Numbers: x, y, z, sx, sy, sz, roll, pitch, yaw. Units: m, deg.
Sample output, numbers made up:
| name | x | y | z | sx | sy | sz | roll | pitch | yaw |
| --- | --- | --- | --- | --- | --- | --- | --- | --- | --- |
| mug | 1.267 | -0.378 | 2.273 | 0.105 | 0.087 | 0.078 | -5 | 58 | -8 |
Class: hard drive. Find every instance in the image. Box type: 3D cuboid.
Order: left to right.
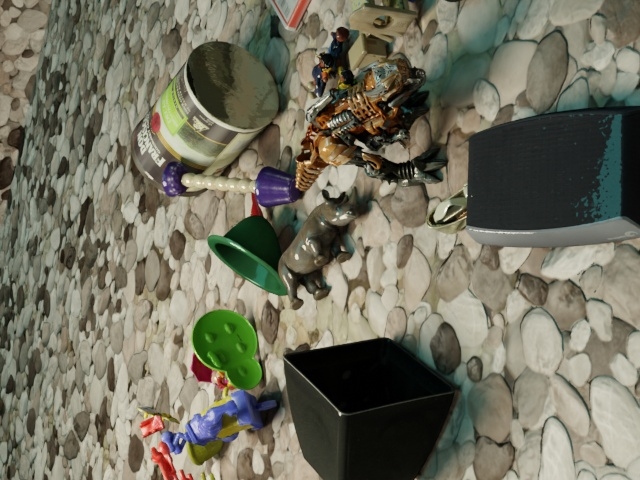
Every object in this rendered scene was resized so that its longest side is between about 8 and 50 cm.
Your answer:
| name | x | y | z | sx | sy | sz | roll | pitch | yaw |
| --- | --- | --- | --- | --- | --- | --- | --- | --- | --- |
| hard drive | 0.285 | -0.078 | 1.210 | 0.255 | 0.054 | 0.172 | -3 | 82 | 48 |

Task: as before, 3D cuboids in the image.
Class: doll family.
| name | x | y | z | sx | sy | sz | roll | pitch | yaw |
| --- | --- | --- | --- | --- | --- | --- | --- | --- | --- |
| doll family | 0.024 | -0.281 | 1.668 | 0.111 | 0.076 | 0.193 | 110 | 146 | -56 |

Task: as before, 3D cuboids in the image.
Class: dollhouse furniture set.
| name | x | y | z | sx | sy | sz | roll | pitch | yaw |
| --- | --- | --- | --- | --- | --- | --- | --- | --- | --- |
| dollhouse furniture set | 0.064 | -0.398 | 1.585 | 0.161 | 0.101 | 0.182 | 131 | 138 | -56 |

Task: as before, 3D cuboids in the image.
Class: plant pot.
| name | x | y | z | sx | sy | sz | roll | pitch | yaw |
| --- | --- | --- | --- | --- | --- | --- | --- | --- | --- |
| plant pot | 0.063 | 0.265 | 1.427 | 0.187 | 0.188 | 0.167 | 35 | 127 | 54 |

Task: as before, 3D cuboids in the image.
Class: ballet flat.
| name | x | y | z | sx | sy | sz | roll | pitch | yaw |
| --- | --- | --- | --- | --- | --- | --- | --- | --- | --- |
| ballet flat | 0.209 | -0.054 | 1.356 | 0.168 | 0.052 | 0.057 | -43 | 50 | 46 |

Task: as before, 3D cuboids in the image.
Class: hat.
| name | x | y | z | sx | sy | sz | roll | pitch | yaw |
| --- | --- | --- | --- | --- | --- | --- | --- | --- | --- |
| hat | -0.096 | -0.026 | 1.814 | 0.183 | 0.208 | 0.173 | -55 | -16 | -19 |

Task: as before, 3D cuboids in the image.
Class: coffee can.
| name | x | y | z | sx | sy | sz | roll | pitch | yaw |
| --- | --- | --- | --- | --- | --- | --- | --- | --- | --- |
| coffee can | -0.236 | -0.239 | 1.955 | 0.275 | 0.202 | 0.201 | -40 | 52 | 47 |

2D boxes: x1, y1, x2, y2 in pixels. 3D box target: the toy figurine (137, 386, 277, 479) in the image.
| name | x | y | z | sx | sy | sz | roll | pitch | yaw |
| --- | --- | --- | --- | --- | --- | --- | --- | --- | --- |
| toy figurine | -0.167 | 0.366 | 1.811 | 0.362 | 0.217 | 0.191 | 59 | -175 | -70 |

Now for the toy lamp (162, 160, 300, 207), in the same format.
| name | x | y | z | sx | sy | sz | roll | pitch | yaw |
| --- | --- | --- | --- | --- | --- | --- | --- | --- | --- |
| toy lamp | -0.168 | -0.107 | 1.838 | 0.275 | 0.080 | 0.080 | 5 | 88 | 24 |

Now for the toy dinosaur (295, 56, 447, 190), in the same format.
| name | x | y | z | sx | sy | sz | roll | pitch | yaw |
| --- | --- | --- | --- | --- | --- | --- | --- | --- | --- |
| toy dinosaur | 0.058 | -0.170 | 1.462 | 0.322 | 0.218 | 0.164 | -8 | 78 | 57 |

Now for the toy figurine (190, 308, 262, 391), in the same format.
| name | x | y | z | sx | sy | sz | roll | pitch | yaw |
| --- | --- | --- | --- | --- | --- | --- | --- | --- | --- |
| toy figurine | -0.194 | 0.244 | 1.917 | 0.173 | 0.130 | 0.159 | 55 | 149 | 15 |

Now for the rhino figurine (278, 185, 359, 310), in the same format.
| name | x | y | z | sx | sy | sz | roll | pitch | yaw |
| --- | --- | --- | --- | --- | --- | --- | --- | --- | --- |
| rhino figurine | 0.000 | 0.000 | 1.659 | 0.243 | 0.073 | 0.106 | -59 | 43 | 31 |

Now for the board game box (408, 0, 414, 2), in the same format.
| name | x | y | z | sx | sy | sz | roll | pitch | yaw |
| --- | --- | --- | --- | --- | --- | --- | --- | --- | --- |
| board game box | 0.163 | -0.435 | 1.530 | 0.090 | 0.020 | 0.090 | -22 | 66 | 54 |

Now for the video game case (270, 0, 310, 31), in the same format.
| name | x | y | z | sx | sy | sz | roll | pitch | yaw |
| --- | --- | --- | --- | --- | --- | --- | --- | --- | --- |
| video game case | -0.030 | -0.572 | 1.856 | 0.285 | 0.025 | 0.204 | -60 | 39 | 33 |
